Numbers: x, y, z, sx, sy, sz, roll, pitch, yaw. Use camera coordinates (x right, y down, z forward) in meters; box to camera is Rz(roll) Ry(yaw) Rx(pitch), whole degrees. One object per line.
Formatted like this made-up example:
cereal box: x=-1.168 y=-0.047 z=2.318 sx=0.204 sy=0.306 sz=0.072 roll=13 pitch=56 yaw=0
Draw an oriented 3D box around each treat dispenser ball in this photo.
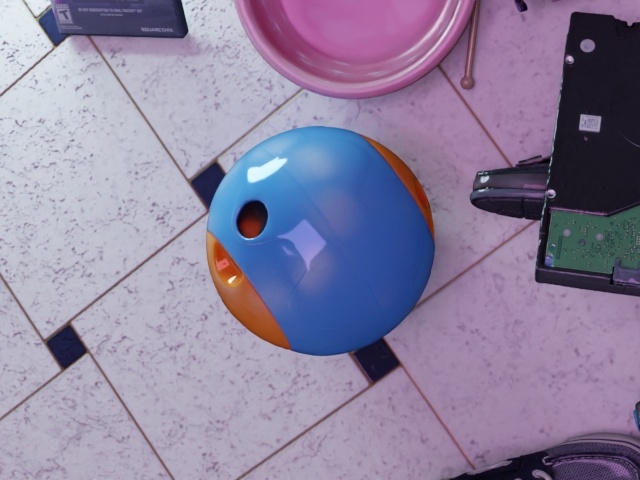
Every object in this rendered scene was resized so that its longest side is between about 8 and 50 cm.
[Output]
treat dispenser ball: x=0.000 y=0.000 z=1.695 sx=0.288 sy=0.288 sz=0.288 roll=1 pitch=94 yaw=18

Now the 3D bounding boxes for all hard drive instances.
hard drive: x=0.391 y=-0.099 z=1.601 sx=0.237 sy=0.064 sz=0.339 roll=7 pitch=71 yaw=10

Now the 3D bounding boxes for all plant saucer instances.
plant saucer: x=0.050 y=-0.351 z=1.754 sx=0.332 sy=0.084 sz=0.332 roll=3 pitch=99 yaw=18

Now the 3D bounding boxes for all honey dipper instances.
honey dipper: x=0.199 y=-0.275 z=1.747 sx=0.030 sy=0.030 sz=0.160 roll=7 pitch=100 yaw=18

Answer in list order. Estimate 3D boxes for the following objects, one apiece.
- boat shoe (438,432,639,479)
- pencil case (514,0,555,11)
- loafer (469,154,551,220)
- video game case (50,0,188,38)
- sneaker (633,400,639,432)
boat shoe: x=0.256 y=0.339 z=1.702 sx=0.340 sy=0.158 sz=0.127 roll=-21 pitch=87 yaw=19
pencil case: x=0.251 y=-0.435 z=1.663 sx=0.124 sy=0.124 sz=0.284 roll=-20 pitch=90 yaw=19
loafer: x=0.340 y=-0.076 z=1.687 sx=0.302 sy=0.109 sz=0.095 roll=3 pitch=76 yaw=12
video game case: x=-0.297 y=-0.399 z=1.825 sx=0.196 sy=0.026 sz=0.274 roll=4 pitch=131 yaw=18
sneaker: x=0.529 y=0.307 z=1.630 sx=0.140 sy=0.125 sz=0.341 roll=-38 pitch=84 yaw=12
